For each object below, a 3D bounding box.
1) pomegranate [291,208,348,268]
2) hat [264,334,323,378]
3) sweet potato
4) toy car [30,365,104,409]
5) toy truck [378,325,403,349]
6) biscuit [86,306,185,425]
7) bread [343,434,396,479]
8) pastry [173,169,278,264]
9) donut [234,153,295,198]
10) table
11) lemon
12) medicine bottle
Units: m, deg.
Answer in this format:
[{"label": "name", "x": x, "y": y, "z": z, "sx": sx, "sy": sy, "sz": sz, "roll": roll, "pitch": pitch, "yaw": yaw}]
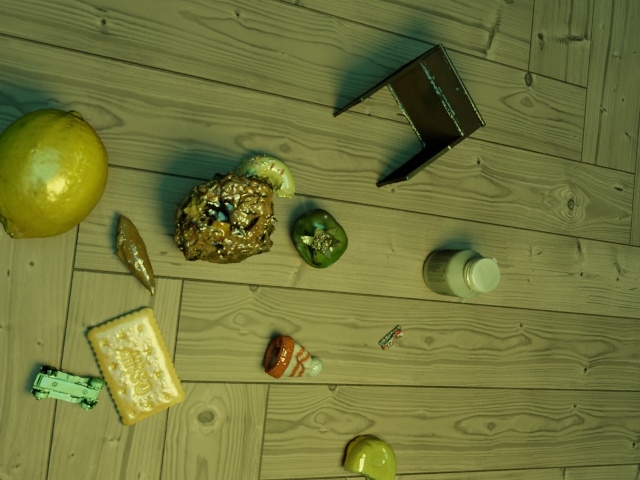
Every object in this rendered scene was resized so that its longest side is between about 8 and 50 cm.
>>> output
[{"label": "pomegranate", "x": 0.000, "y": 0.000, "z": 1.411, "sx": 0.131, "sy": 0.191, "sz": 0.152, "roll": -40, "pitch": 102, "yaw": 0}, {"label": "hat", "x": -0.058, "y": 0.311, "z": 1.439, "sx": 0.162, "sy": 0.093, "sz": 0.112, "roll": 25, "pitch": 92, "yaw": -25}, {"label": "sweet potato", "x": -0.433, "y": 0.037, "z": 1.304, "sx": 0.068, "sy": 0.060, "sz": 0.206, "roll": -28, "pitch": 92, "yaw": -33}, {"label": "toy car", "x": -0.565, "y": 0.328, "z": 1.255, "sx": 0.143, "sy": 0.054, "sz": 0.073, "roll": 21, "pitch": 83, "yaw": -24}, {"label": "toy truck", "x": 0.202, "y": 0.275, "z": 1.576, "sx": 0.083, "sy": 0.024, "sz": 0.032, "roll": -36, "pitch": 73, "yaw": -15}, {"label": "biscuit", "x": -0.431, "y": 0.297, "z": 1.319, "sx": 0.160, "sy": 0.030, "sz": 0.250, "roll": -21, "pitch": 97, "yaw": -21}, {"label": "bread", "x": 0.143, "y": 0.598, "z": 1.519, "sx": 0.156, "sy": 0.086, "sz": 0.125, "roll": 41, "pitch": 66, "yaw": -20}, {"label": "pastry", "x": -0.210, "y": -0.032, "z": 1.294, "sx": 0.275, "sy": 0.275, "sz": 0.193, "roll": -24, "pitch": 72, "yaw": -20}, {"label": "donut", "x": -0.139, "y": -0.167, "z": 1.422, "sx": 0.166, "sy": 0.065, "sz": 0.108, "roll": 4, "pitch": 88, "yaw": -22}, {"label": "table", "x": 0.234, "y": -0.327, "z": 1.503, "sx": 0.282, "sy": 0.196, "sz": 0.250, "roll": -37, "pitch": 103, "yaw": -18}, {"label": "lemon", "x": -0.568, "y": -0.139, "z": 1.165, "sx": 0.263, "sy": 0.236, "sz": 0.236, "roll": -39, "pitch": 103, "yaw": -4}, {"label": "medicine bottle", "x": 0.392, "y": 0.091, "z": 1.550, "sx": 0.135, "sy": 0.215, "sz": 0.135, "roll": 0, "pitch": 89, "yaw": -22}]
